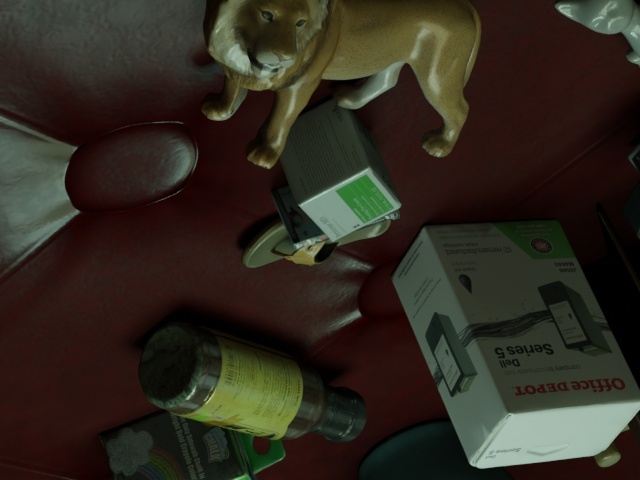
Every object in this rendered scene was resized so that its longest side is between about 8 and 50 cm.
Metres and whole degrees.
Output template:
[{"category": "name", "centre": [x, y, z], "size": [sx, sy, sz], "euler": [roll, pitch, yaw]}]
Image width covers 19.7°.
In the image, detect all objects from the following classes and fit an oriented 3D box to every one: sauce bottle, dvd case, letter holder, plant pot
[{"category": "sauce bottle", "centre": [-0.070, 0.185, 2.246], "size": [0.111, 0.111, 0.344], "euler": [-38, 143, 24]}, {"category": "dvd case", "centre": [0.015, -0.039, 1.987], "size": [0.119, 0.087, 0.013], "euler": [-18, 138, -6]}, {"category": "letter holder", "centre": [0.399, 0.095, 2.218], "size": [0.152, 0.302, 0.214], "euler": [-24, 148, 3]}, {"category": "plant pot", "centre": [0.179, 0.404, 2.590], "size": [0.271, 0.255, 0.272], "euler": [-15, 147, -10]}]

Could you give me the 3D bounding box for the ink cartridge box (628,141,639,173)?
[{"category": "ink cartridge box", "centre": [0.496, -0.146, 2.155], "size": [0.208, 0.045, 0.206], "euler": [-1, 143, -38]}]

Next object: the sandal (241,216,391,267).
[{"category": "sandal", "centre": [0.000, 0.000, 2.071], "size": [0.180, 0.049, 0.072], "euler": [-12, 147, -16]}]

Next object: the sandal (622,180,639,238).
[{"category": "sandal", "centre": [0.550, -0.077, 2.149], "size": [0.445, 0.107, 0.167], "euler": [-22, 155, -24]}]

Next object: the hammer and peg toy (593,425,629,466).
[{"category": "hammer and peg toy", "centre": [0.415, 0.202, 2.553], "size": [0.361, 0.127, 0.266], "euler": [-18, 148, -7]}]

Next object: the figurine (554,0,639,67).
[{"category": "figurine", "centre": [0.370, -0.260, 1.890], "size": [0.215, 0.092, 0.209], "euler": [-39, 137, 27]}]

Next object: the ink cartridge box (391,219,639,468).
[{"category": "ink cartridge box", "centre": [0.230, 0.117, 2.174], "size": [0.198, 0.273, 0.115], "euler": [-3, 143, -29]}]

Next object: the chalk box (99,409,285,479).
[{"category": "chalk box", "centre": [-0.149, 0.287, 2.333], "size": [0.213, 0.132, 0.132], "euler": [-20, 148, -1]}]

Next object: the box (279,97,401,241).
[{"category": "box", "centre": [0.016, -0.074, 1.920], "size": [0.087, 0.102, 0.101], "euler": [-27, 149, 11]}]

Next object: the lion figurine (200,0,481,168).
[{"category": "lion figurine", "centre": [0.035, -0.192, 1.755], "size": [0.392, 0.142, 0.240], "euler": [-13, 142, -41]}]
